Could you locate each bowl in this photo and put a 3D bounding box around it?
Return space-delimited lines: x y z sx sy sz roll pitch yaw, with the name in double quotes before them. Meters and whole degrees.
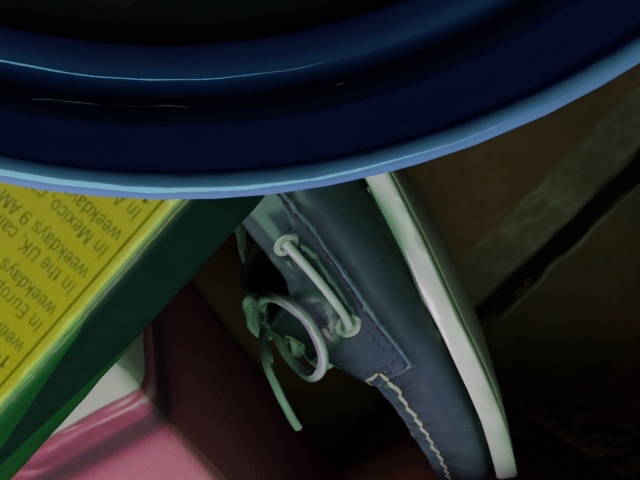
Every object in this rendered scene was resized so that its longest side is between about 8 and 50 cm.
"bowl" -0.032 -0.207 0.355 0.391 0.077 0.391 -2 98 -12

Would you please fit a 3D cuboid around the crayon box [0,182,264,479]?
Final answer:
"crayon box" -0.197 0.034 0.475 0.202 0.081 0.318 43 95 8

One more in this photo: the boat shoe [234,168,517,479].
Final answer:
"boat shoe" 0.000 0.000 0.593 0.079 0.095 0.254 -27 125 4

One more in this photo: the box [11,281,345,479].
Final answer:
"box" -0.092 0.098 0.620 0.149 0.127 0.232 -29 127 8
